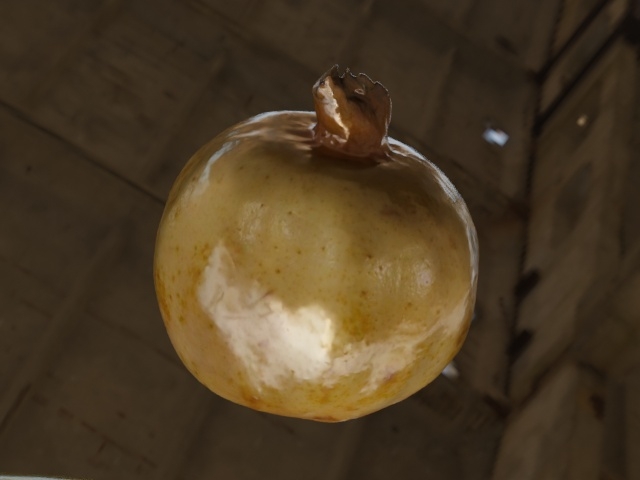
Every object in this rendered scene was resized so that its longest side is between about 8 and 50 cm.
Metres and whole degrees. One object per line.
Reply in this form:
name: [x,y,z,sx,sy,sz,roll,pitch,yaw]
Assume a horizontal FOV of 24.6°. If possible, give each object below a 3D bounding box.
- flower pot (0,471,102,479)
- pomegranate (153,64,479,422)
flower pot: [-0.168,0.241,0.945,0.179,0.195,0.195,-2,-133,-20]
pomegranate: [-0.003,0.015,0.916,0.207,0.207,0.207,23,-144,-18]
